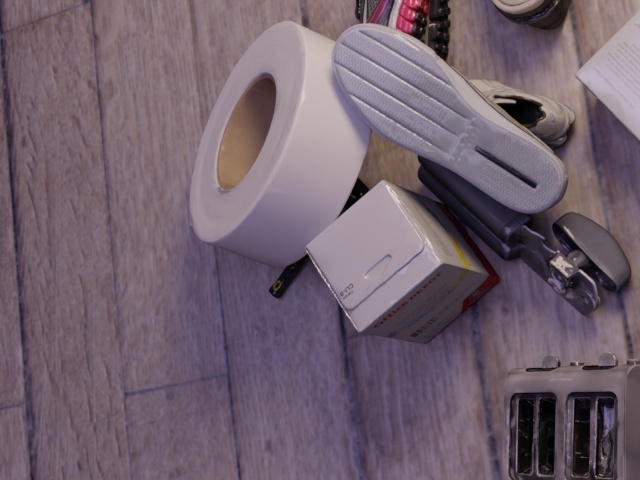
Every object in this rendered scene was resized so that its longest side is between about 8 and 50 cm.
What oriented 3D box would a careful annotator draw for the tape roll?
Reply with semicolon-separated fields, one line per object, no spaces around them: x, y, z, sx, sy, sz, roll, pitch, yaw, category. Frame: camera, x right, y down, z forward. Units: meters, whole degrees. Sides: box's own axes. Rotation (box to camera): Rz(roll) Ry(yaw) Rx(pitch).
-0.051;-0.113;1.588;0.286;0.100;0.286;-43;36;43;tape roll

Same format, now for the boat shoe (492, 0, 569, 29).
0.225;-0.402;1.582;0.112;0.095;0.335;-18;69;27;boat shoe

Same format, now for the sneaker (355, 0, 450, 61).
0.098;-0.338;1.613;0.112;0.121;0.299;9;87;32;sneaker

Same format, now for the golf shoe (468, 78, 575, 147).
0.206;-0.158;1.546;0.176;0.086;0.069;13;90;30;golf shoe

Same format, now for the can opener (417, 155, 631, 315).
0.234;-0.027;1.531;0.095;0.076;0.283;-36;62;-16;can opener

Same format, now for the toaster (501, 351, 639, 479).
0.286;0.215;1.405;0.168;0.110;0.186;-7;76;48;toaster

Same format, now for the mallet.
0.000;0.000;1.663;0.062;0.039;0.190;37;104;31;mallet

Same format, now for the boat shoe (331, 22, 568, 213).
0.142;-0.132;1.476;0.302;0.094;0.109;39;103;5;boat shoe

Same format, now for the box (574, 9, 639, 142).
0.390;-0.189;1.446;0.170;0.091;0.130;-45;65;15;box

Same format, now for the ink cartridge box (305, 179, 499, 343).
0.096;0.028;1.522;0.128;0.176;0.127;-41;66;17;ink cartridge box
